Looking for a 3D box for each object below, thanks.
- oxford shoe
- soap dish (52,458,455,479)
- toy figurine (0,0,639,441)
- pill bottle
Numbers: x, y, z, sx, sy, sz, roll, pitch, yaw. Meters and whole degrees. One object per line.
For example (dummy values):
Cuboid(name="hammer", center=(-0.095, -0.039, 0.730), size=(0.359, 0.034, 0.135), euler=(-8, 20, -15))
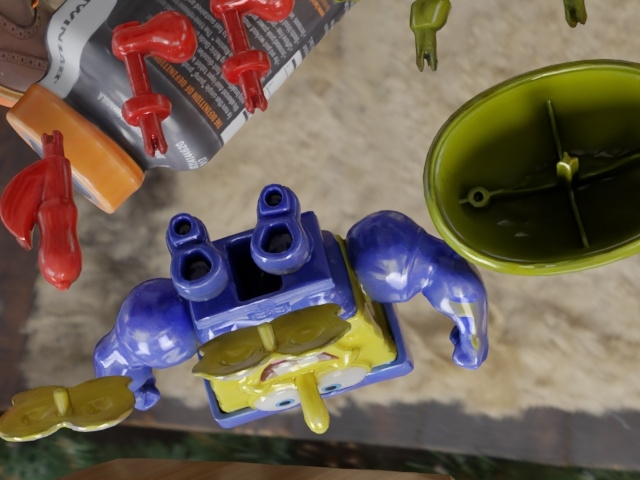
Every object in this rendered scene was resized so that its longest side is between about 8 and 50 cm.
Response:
Cuboid(name="oxford shoe", center=(-0.227, -0.169, 1.350), size=(0.098, 0.271, 0.097), euler=(-35, 58, 20))
Cuboid(name="soap dish", center=(-0.038, 0.150, 0.216), size=(0.118, 0.291, 0.229), euler=(-23, 85, 25))
Cuboid(name="toy figurine", center=(0.000, 0.000, 0.957), size=(0.362, 0.217, 0.191), euler=(-19, 66, 3))
Cuboid(name="pill bottle", center=(-0.076, -0.132, 1.166), size=(0.130, 0.130, 0.246), euler=(39, 81, 20))
